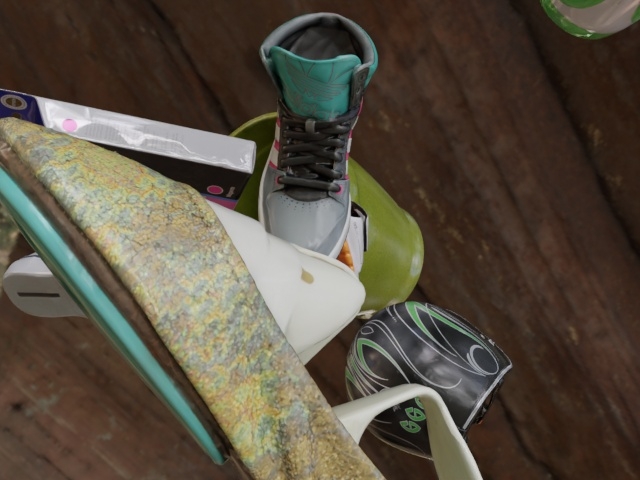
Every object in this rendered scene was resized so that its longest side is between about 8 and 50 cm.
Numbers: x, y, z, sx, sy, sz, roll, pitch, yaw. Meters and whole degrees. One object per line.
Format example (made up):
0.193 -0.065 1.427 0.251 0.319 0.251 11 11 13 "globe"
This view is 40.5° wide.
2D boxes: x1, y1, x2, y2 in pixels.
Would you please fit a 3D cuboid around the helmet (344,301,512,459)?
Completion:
0.105 0.145 0.937 0.161 0.169 0.169 32 -14 19 "helmet"

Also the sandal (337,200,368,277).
0.021 -0.040 1.156 0.102 0.076 0.265 29 -35 39 "sandal"

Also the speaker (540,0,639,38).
0.323 -0.314 0.818 0.131 0.131 0.296 42 -24 1 "speaker"

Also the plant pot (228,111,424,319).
0.000 0.000 1.601 0.353 0.366 0.366 23 6 -46 "plant pot"

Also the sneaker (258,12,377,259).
-0.006 -0.121 0.912 0.124 0.295 0.178 4 -24 5 "sneaker"

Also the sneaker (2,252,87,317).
-0.224 0.033 0.919 0.258 0.091 0.094 5 -51 30 "sneaker"

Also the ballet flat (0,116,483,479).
-0.008 0.077 0.388 0.348 0.123 0.123 57 -13 -7 "ballet flat"

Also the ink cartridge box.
-0.294 -0.116 1.269 0.371 0.069 0.176 12 -28 -14 "ink cartridge box"
